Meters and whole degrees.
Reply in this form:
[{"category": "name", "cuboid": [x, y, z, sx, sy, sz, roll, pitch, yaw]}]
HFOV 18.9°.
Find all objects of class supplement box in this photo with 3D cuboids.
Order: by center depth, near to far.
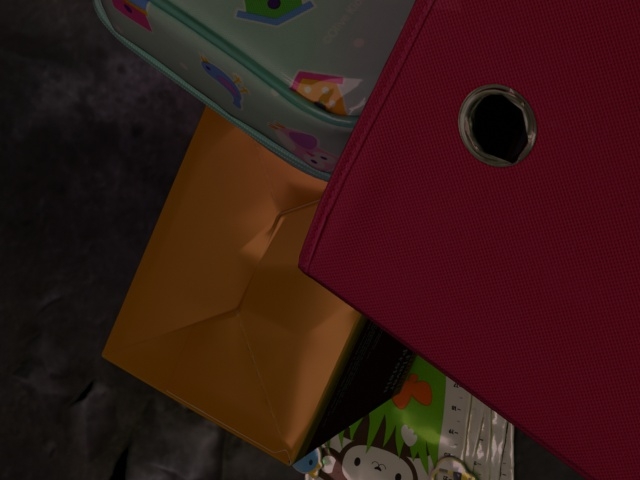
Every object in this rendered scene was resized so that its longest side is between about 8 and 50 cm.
[{"category": "supplement box", "cuboid": [0.000, 0.000, 1.125, 0.129, 0.194, 0.191, 28, 107, 15]}]

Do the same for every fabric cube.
[{"category": "fabric cube", "cuboid": [0.192, -0.042, 0.903, 0.258, 0.259, 0.254, 37, 121, 18]}]

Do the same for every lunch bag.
[{"category": "lunch bag", "cuboid": [0.021, -0.185, 1.001, 0.224, 0.108, 0.279, 34, 73, 16]}]

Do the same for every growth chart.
[{"category": "growth chart", "cuboid": [0.054, 0.147, 1.252, 0.172, 0.021, 0.237, -1, 102, 22]}]
